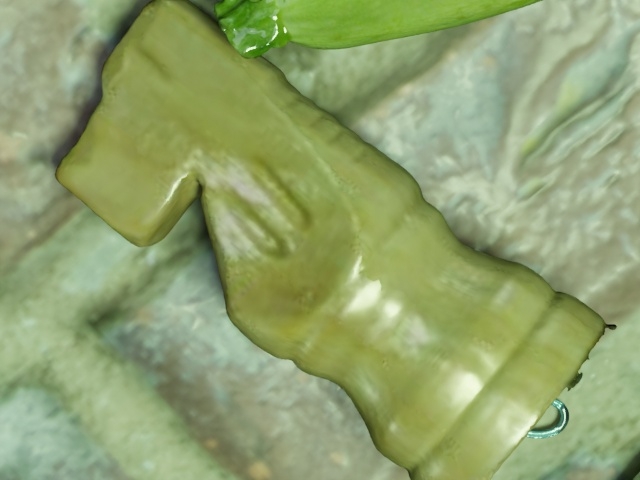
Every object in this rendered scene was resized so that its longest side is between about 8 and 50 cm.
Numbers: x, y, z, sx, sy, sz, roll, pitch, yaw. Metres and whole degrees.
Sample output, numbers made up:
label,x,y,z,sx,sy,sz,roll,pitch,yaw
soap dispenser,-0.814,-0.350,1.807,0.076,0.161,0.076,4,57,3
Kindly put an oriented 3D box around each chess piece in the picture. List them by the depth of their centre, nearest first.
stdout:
label,x,y,z,sx,sy,sz,roll,pitch,yaw
chess piece,0.000,0.000,0.753,0.301,0.137,0.137,41,98,3

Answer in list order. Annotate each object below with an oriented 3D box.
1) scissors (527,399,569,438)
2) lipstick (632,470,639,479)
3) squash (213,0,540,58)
label,x,y,z,sx,sy,sz,roll,pitch,yaw
scissors,0.088,0.081,0.816,0.119,0.014,0.058,8,95,-6
lipstick,0.270,0.069,0.799,0.059,0.059,0.264,36,99,-9
squash,0.122,-0.181,0.714,0.371,0.118,0.118,-27,102,6
